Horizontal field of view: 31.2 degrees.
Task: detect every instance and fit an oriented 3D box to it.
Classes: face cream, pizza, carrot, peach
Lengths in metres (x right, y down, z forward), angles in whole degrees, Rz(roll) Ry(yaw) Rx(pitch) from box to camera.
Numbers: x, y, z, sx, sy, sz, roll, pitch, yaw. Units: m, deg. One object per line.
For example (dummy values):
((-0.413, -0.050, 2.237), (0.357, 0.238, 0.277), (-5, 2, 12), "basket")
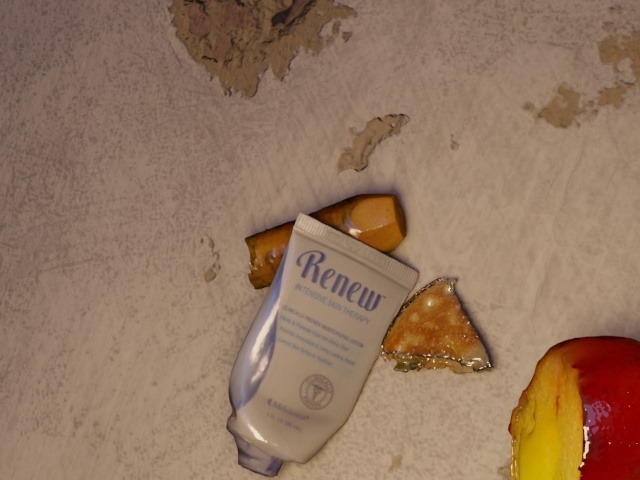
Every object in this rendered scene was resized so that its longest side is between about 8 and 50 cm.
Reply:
((-0.022, 0.192, 1.901), (0.235, 0.137, 0.420), (27, 83, -13), "face cream")
((0.206, 0.163, 1.877), (0.195, 0.052, 0.185), (34, 79, 34), "pizza")
((0.000, 0.000, 1.996), (0.302, 0.114, 0.114), (-18, 65, 17), "carrot")
((0.379, 0.303, 1.632), (0.338, 0.281, 0.281), (-46, 60, 2), "peach")
